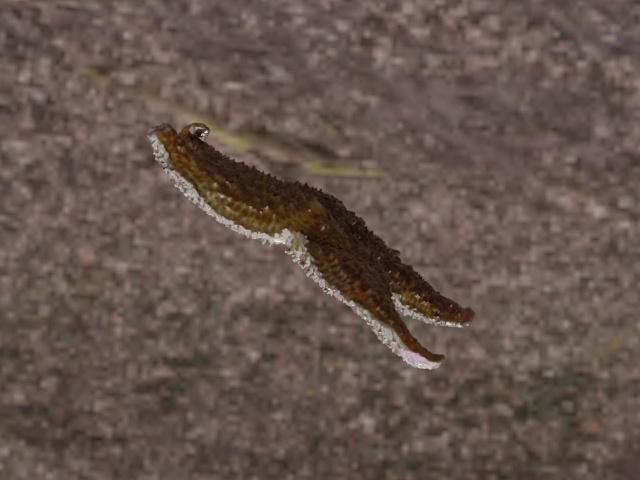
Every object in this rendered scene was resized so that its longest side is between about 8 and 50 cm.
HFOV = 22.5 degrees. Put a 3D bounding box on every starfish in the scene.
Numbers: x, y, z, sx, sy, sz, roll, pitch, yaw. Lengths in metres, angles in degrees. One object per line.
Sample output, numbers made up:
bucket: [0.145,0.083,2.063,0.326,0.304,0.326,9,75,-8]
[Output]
starfish: [0.001,-0.001,0.905,0.227,0.043,0.240,19,-159,-43]
